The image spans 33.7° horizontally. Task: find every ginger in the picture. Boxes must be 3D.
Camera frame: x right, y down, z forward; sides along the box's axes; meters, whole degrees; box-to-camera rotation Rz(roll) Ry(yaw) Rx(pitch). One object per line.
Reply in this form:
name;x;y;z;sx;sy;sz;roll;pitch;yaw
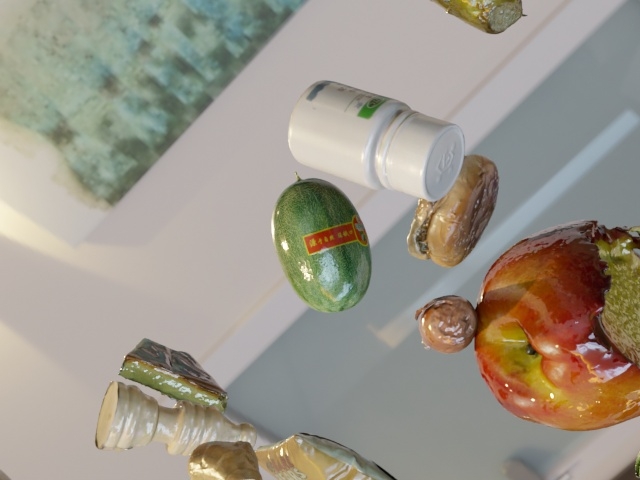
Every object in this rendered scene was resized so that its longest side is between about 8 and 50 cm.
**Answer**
ginger;-0.157;0.378;1.746;0.069;0.095;0.190;9;171;-42

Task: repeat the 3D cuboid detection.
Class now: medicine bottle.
medicine bottle;0.082;-0.145;1.541;0.237;0.139;0.139;20;178;32

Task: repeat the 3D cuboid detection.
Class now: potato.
potato;0.204;-0.403;1.571;0.251;0.113;0.149;34;-147;-3

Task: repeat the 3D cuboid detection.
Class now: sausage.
sausage;0.206;0.138;1.719;0.419;0.094;0.094;33;-132;-82

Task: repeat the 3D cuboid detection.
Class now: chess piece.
chess piece;-0.266;0.358;2.035;0.307;0.138;0.124;13;-178;-23

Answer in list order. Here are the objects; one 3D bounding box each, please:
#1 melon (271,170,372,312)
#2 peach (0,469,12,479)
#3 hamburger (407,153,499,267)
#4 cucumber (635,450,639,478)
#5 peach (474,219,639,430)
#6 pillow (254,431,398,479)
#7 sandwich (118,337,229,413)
melon;0.000;0.000;2.046;0.287;0.182;0.182;68;-166;1
peach;-0.516;0.429;1.403;0.292;0.247;0.292;11;-124;-17
hamburger;0.270;-0.065;2.139;0.146;0.243;0.286;21;176;17
cucumber;0.552;0.372;1.672;0.105;0.048;0.048;24;-168;5
peach;0.413;0.143;1.725;0.406;0.310;0.335;-18;-96;-56
pillow;0.016;0.536;2.423;0.312;0.119;0.310;31;156;-10
sandwich;-0.307;0.296;2.349;0.245;0.063;0.212;25;-171;-1
